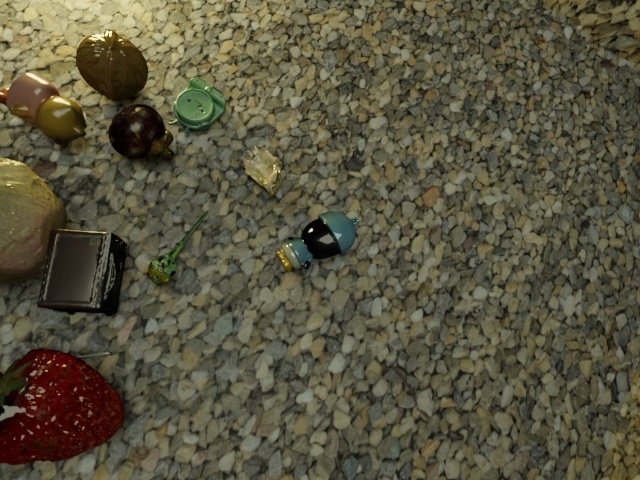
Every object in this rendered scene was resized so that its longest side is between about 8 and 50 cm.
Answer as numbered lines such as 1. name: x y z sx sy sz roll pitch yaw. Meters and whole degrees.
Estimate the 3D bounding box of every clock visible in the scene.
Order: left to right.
1. clock: -0.461 -0.480 1.502 0.159 0.066 0.210 33 72 -2

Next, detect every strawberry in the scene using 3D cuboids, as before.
1. strawberry: -0.741 0.460 1.113 0.292 0.292 0.309 -44 132 -18

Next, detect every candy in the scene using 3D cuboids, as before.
1. candy: -0.466 0.016 1.375 0.091 0.083 0.305 16 59 30

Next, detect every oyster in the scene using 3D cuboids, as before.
1. oyster: -0.205 -0.262 1.507 0.209 0.072 0.133 40 77 21

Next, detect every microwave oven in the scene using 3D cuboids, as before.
1. microwave oven: -0.702 0.101 1.242 0.188 0.178 0.247 4 76 -11

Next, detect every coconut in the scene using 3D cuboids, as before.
1. coconut: -0.952 -0.065 1.134 0.405 0.404 0.403 3 75 -12

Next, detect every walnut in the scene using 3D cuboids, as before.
1. walnut: -0.710 -0.598 1.396 0.228 0.228 0.227 3 75 -12

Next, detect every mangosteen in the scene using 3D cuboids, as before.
1. mangosteen: -0.599 -0.351 1.394 0.217 0.192 0.192 42 68 -33

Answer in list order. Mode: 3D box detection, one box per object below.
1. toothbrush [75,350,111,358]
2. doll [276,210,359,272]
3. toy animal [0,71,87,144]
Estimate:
1. toothbrush: -0.752 0.354 1.251 0.204 0.017 0.022 -4 66 -13
2. doll: 0.000 0.000 1.444 0.314 0.141 0.177 -29 53 -5
3. toy animal: -0.892 -0.428 1.347 0.281 0.169 0.195 41 37 -2
